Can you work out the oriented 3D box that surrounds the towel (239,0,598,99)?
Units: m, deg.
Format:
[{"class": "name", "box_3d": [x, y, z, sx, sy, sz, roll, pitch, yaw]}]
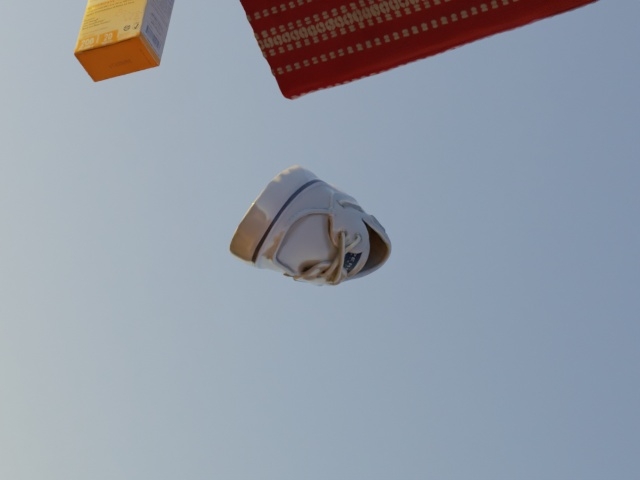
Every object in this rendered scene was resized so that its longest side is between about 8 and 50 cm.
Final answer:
[{"class": "towel", "box_3d": [0.007, -0.207, 0.738, 0.199, 0.031, 0.275, -14, -74, 39]}]

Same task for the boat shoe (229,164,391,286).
[{"class": "boat shoe", "box_3d": [0.000, 0.000, 1.579, 0.088, 0.096, 0.267, 34, 4, 14]}]

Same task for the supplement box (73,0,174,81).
[{"class": "supplement box", "box_3d": [-0.154, -0.178, 1.413, 0.036, 0.062, 0.098, 56, 31, -43]}]
